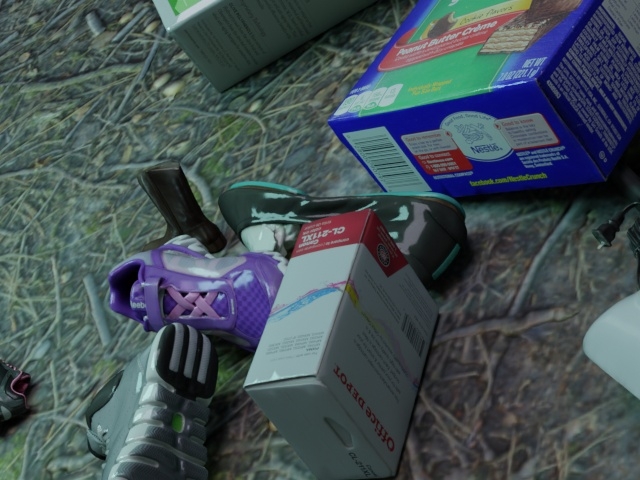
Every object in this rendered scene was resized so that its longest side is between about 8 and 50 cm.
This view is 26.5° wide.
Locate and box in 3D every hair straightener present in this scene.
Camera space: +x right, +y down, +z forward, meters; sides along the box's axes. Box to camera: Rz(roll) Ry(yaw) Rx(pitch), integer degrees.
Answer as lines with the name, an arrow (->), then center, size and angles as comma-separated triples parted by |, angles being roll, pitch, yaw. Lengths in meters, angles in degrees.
hair straightener -> 0.263, -0.004, 1.066 | 0.089, 0.047, 0.230 | -27, 39, 10

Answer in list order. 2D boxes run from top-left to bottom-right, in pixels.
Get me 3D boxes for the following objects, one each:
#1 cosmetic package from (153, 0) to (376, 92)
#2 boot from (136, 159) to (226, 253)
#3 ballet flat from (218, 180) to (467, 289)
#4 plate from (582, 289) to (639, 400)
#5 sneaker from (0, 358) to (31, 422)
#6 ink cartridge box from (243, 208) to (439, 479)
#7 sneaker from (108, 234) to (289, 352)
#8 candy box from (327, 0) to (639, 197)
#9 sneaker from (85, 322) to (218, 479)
cosmetic package -> -0.023, -0.361, 1.576 | 0.365, 0.155, 0.197 | -32, 59, 6
boot -> -0.162, -0.031, 1.367 | 0.106, 0.114, 0.037 | -12, 39, 27
ballet flat -> 0.000, 0.000, 1.226 | 0.280, 0.095, 0.096 | 2, 60, 40
plate -> 0.316, 0.032, 0.837 | 0.278, 0.045, 0.277 | -22, 11, -1
sneaker -> -0.317, 0.141, 1.355 | 0.057, 0.047, 0.119 | -20, 38, -7
ink cartridge box -> 0.020, 0.083, 1.071 | 0.072, 0.127, 0.175 | -11, 40, 31
sneaker -> -0.110, 0.053, 1.214 | 0.104, 0.095, 0.236 | -7, 11, -39
candy box -> 0.199, -0.190, 1.234 | 0.268, 0.122, 0.317 | -5, 41, 51
sneaker -> -0.158, 0.189, 1.148 | 0.132, 0.086, 0.229 | -29, 37, 44
